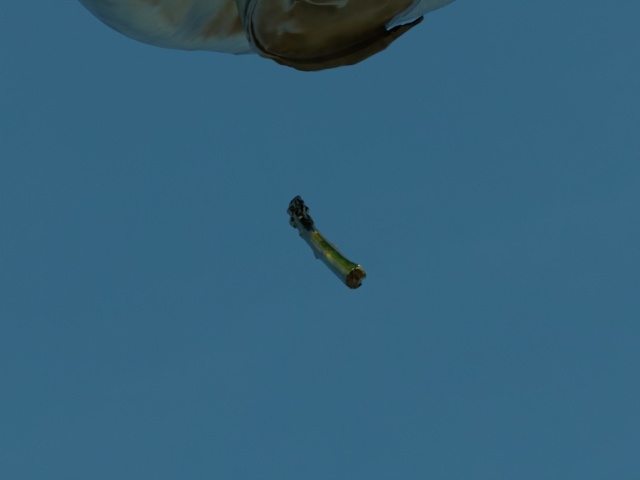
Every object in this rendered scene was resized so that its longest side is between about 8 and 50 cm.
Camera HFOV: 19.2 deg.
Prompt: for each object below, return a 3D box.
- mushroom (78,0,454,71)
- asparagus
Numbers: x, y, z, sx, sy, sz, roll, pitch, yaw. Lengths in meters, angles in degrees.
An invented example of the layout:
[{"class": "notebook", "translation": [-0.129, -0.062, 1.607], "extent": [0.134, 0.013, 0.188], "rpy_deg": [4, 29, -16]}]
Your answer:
[{"class": "mushroom", "translation": [-0.010, -0.241, 1.124], "extent": [0.352, 0.260, 0.352], "rpy_deg": [-16, -31, -10]}, {"class": "asparagus", "translation": [0.000, 0.000, 1.015], "extent": [0.015, 0.114, 0.014], "rpy_deg": [-18, -63, -13]}]
